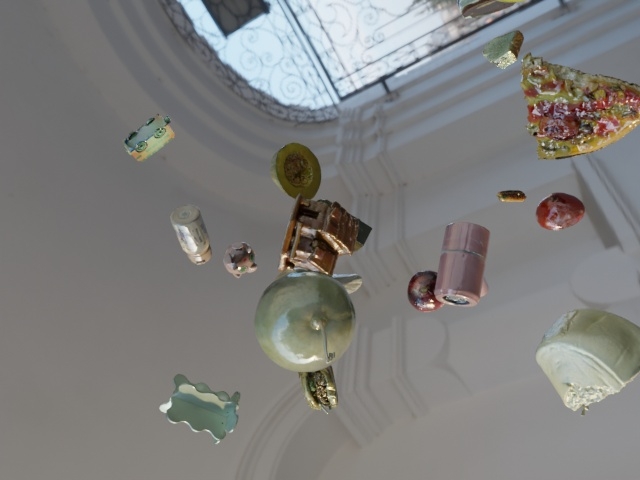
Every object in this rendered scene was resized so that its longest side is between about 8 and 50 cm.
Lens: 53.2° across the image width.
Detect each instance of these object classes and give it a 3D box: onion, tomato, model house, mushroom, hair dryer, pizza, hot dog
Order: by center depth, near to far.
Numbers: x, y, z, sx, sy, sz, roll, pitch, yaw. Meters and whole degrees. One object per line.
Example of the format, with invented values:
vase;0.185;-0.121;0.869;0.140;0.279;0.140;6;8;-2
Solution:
hair dryer;0.433;0.111;1.836;0.352;0.126;0.210;43;-124;-56
onion;0.325;0.155;1.935;0.131;0.131;0.131;52;-156;-35
model house;-0.002;0.000;2.001;0.219;0.230;0.199;103;177;-59
pizza;0.755;-0.418;2.015;0.406;0.440;0.130;35;-119;-14
tomato;0.805;-0.113;2.153;0.139;0.159;0.091;-99;-13;-50
hot dog;0.660;-0.156;2.203;0.122;0.037;0.049;-3;-133;-26
mushroom;-0.013;0.147;2.227;0.329;0.159;0.122;10;-138;-47

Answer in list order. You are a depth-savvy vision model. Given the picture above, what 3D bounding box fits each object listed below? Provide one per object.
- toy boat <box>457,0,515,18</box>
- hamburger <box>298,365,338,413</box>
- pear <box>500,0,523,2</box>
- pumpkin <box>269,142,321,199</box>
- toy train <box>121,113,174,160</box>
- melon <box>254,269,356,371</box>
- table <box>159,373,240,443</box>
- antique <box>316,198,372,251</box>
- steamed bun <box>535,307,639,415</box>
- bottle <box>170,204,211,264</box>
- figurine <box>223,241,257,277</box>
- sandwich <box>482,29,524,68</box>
toy boat;0.400;-0.606;1.501;0.262;0.114;0.115;-161;69;-72
hamburger;-0.008;0.468;2.053;0.177;0.114;0.185;81;179;-60
pear;0.365;-0.503;1.114;0.216;0.180;0.166;14;-162;-12
pumpkin;-0.108;-0.247;2.338;0.218;0.110;0.217;2;-93;-44
toy train;-0.594;-0.359;2.230;0.072;0.188;0.099;48;172;25
melon;-0.042;0.201;1.594;0.272;0.308;0.271;13;-120;-24
table;-0.361;0.494;1.900;0.198;0.166;0.166;29;-145;-24
antique;0.064;-0.057;2.240;0.221;0.081;0.080;31;-115;-7
steamed bun;0.826;0.333;1.911;0.273;0.272;0.290;49;-139;-1
bottle;-0.416;-0.016;2.091;0.209;0.097;0.110;80;178;-46
figurine;-0.297;0.069;2.368;0.138;0.125;0.125;54;-159;-55
sandwich;0.447;-0.469;1.590;0.036;0.105;0.093;35;-107;-30
